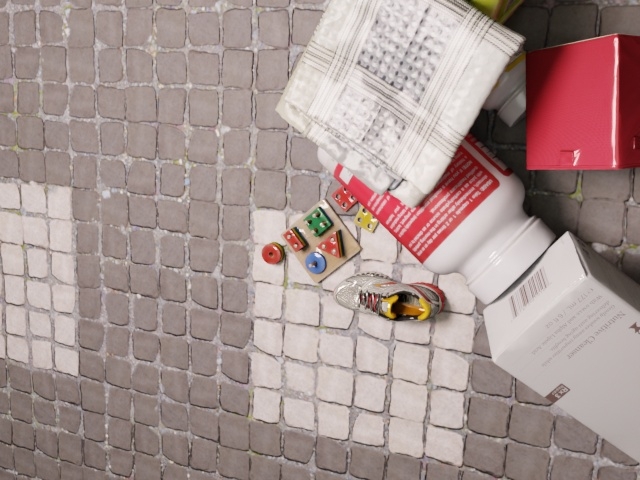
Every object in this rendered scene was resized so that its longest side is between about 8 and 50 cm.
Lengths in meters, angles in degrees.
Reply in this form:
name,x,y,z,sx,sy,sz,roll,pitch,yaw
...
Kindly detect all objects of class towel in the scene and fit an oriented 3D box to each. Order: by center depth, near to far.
name,x,y,z,sx,sy,sz,roll,pitch,yaw
towel,0.102,-0.247,1.113,0.312,0.056,0.324,37,120,13

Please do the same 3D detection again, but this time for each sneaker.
name,x,y,z,sx,sy,sz,roll,pitch,yaw
sneaker,0.129,0.114,1.425,0.225,0.092,0.088,2,102,24

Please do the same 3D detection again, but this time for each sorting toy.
name,x,y,z,sx,sy,sz,roll,pitch,yaw
sorting toy,0.000,0.000,1.484,0.274,0.046,0.132,-38,84,25

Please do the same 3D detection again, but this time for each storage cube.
name,x,y,z,sx,sy,sz,roll,pitch,yaw
storage cube,0.452,-0.212,1.127,0.215,0.183,0.193,13,107,62

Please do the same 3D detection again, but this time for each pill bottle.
name,x,y,z,sx,sy,sz,roll,pitch,yaw
pill bottle,0.296,-0.306,1.253,0.208,0.119,0.119,47,114,8
pill bottle,0.208,-0.090,1.274,0.408,0.229,0.229,46,114,9

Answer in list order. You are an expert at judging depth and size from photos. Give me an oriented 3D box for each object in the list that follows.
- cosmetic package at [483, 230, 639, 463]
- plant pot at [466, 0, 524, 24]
name,x,y,z,sx,sy,sz,roll,pitch,yaw
cosmetic package,0.486,0.190,1.179,0.385,0.156,0.217,34,116,-11
plant pot,0.234,-0.452,1.121,0.207,0.228,0.227,39,74,12
